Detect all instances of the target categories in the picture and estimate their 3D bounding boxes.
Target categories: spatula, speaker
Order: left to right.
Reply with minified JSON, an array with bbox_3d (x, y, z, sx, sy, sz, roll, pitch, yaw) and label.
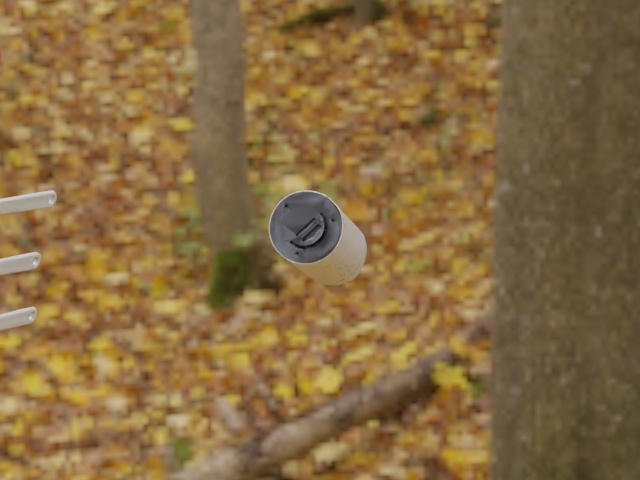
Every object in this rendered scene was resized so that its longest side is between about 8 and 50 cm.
[{"bbox_3d":[-0.311,0.026,1.540,0.019,0.168,0.242,16,12,21],"label":"spatula"},{"bbox_3d":[0.000,0.000,1.257,0.055,0.055,0.136,0,-8,9],"label":"speaker"}]
